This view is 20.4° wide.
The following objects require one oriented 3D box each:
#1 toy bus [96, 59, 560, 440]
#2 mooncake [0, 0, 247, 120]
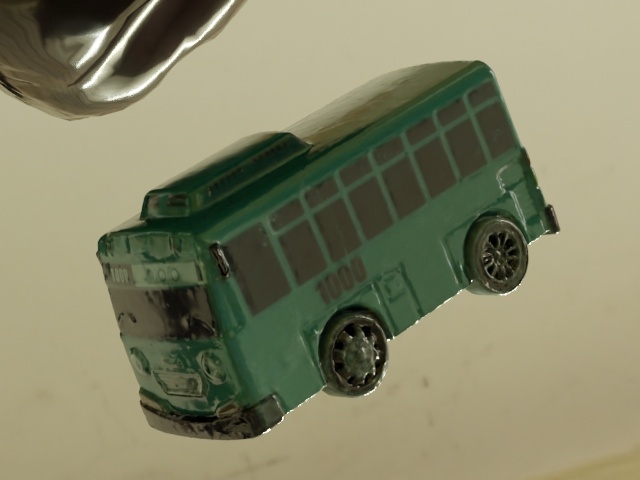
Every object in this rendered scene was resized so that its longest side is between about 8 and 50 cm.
[{"bbox_3d":[0.000,0.000,0.646,0.160,0.092,0.079,-33,-163,-33],"label":"toy bus"},{"bbox_3d":[-0.167,-0.204,0.670,0.212,0.350,0.381,-49,169,0],"label":"mooncake"}]
